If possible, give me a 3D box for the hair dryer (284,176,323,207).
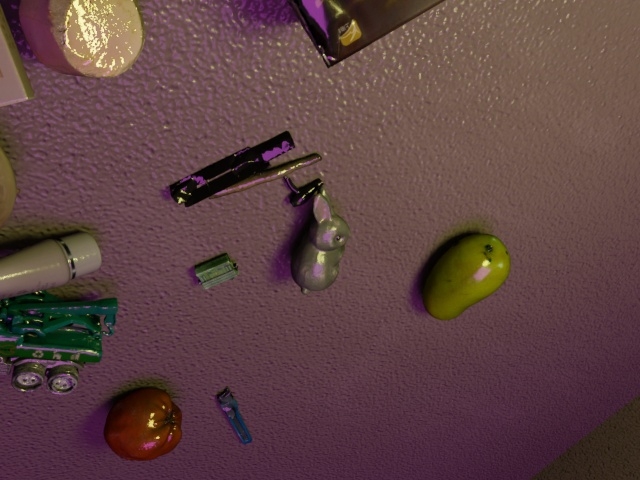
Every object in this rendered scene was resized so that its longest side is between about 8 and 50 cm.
[{"bbox_3d":[-0.043,-0.114,1.167,0.079,0.031,0.083,-40,125,2],"label":"hair dryer"}]

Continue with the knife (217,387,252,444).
[{"bbox_3d":[-0.239,0.508,1.652,0.044,0.026,0.296,-27,135,-13],"label":"knife"}]

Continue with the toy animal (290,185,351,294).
[{"bbox_3d":[0.008,0.006,1.217,0.108,0.138,0.236,20,136,-1],"label":"toy animal"}]

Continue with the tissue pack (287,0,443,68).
[{"bbox_3d":[0.108,-0.441,0.808,0.370,0.210,0.198,-28,128,7],"label":"tissue pack"}]

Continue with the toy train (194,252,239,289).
[{"bbox_3d":[-0.225,0.065,1.250,0.093,0.038,0.056,-23,128,0],"label":"toy train"}]

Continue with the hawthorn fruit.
[{"bbox_3d":[-0.438,0.459,1.433,0.189,0.189,0.189,-11,133,-12],"label":"hawthorn fruit"}]

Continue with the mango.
[{"bbox_3d":[0.351,0.098,1.433,0.175,0.142,0.293,-1,141,-28],"label":"mango"}]

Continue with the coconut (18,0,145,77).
[{"bbox_3d":[-0.333,-0.300,0.804,0.147,0.153,0.147,-23,123,-39],"label":"coconut"}]

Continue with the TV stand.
[{"bbox_3d":[-0.163,-0.135,1.092,0.249,0.036,0.042,-26,133,3],"label":"TV stand"}]

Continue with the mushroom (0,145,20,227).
[{"bbox_3d":[-0.586,-0.046,0.821,0.293,0.290,0.292,-21,130,-26],"label":"mushroom"}]

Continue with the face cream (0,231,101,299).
[{"bbox_3d":[-0.544,0.067,1.007,0.315,0.089,0.143,-25,180,-40],"label":"face cream"}]

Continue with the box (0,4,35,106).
[{"bbox_3d":[-0.512,-0.325,0.685,0.205,0.051,0.364,-16,110,-7],"label":"box"}]

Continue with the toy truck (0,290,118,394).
[{"bbox_3d":[-0.592,0.174,1.127,0.364,0.176,0.177,9,118,-28],"label":"toy truck"}]

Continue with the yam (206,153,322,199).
[{"bbox_3d":[-0.109,-0.126,1.127,0.235,0.027,0.029,-20,130,-4],"label":"yam"}]
